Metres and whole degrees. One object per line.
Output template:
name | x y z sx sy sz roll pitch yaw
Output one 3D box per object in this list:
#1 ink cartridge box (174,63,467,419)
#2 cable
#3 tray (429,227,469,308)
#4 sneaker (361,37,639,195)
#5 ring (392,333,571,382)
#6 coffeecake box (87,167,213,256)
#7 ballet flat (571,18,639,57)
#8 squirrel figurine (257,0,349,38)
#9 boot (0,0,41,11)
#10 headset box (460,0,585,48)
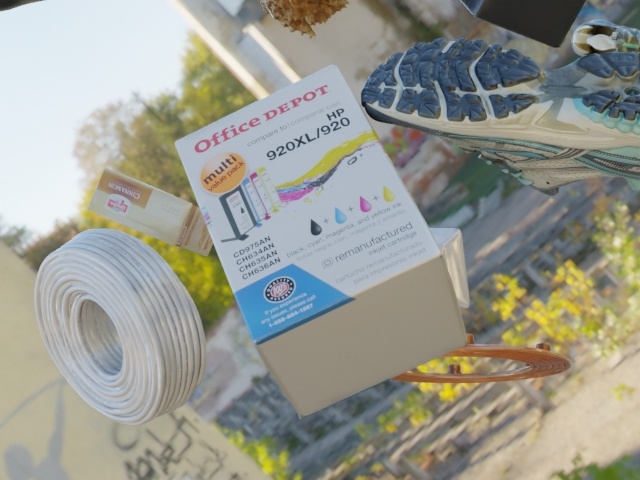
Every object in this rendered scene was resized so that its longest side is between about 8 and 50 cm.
ink cartridge box | 0.000 0.000 0.964 0.171 0.232 0.168 -25 -34 0
cable | -0.258 0.109 1.365 0.089 0.257 0.257 -26 -7 -42
tray | 0.142 0.050 1.937 0.270 0.145 0.030 1 15 40
sneaker | 0.173 -0.093 0.936 0.122 0.283 0.110 85 -162 -46
ring | 0.219 0.186 1.678 0.336 0.337 0.032 143 130 -65
coffeecake box | -0.240 -0.039 1.592 0.185 0.142 0.068 33 -100 -80
ballet flat | 0.446 -0.324 1.727 0.070 0.070 0.188 -45 24 -9
squirrel figurine | -0.058 -0.513 1.621 0.370 0.281 0.396 139 144 -62
boot | -0.454 -0.376 1.117 0.445 0.367 0.146 -13 -6 20
headset box | 0.264 -0.412 1.352 0.246 0.131 0.283 -63 25 25
